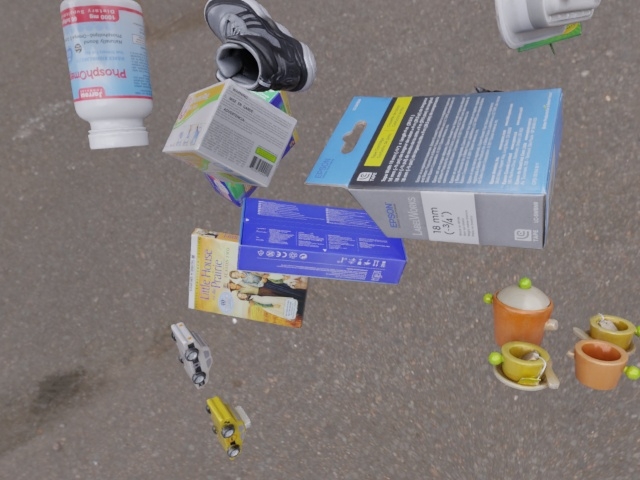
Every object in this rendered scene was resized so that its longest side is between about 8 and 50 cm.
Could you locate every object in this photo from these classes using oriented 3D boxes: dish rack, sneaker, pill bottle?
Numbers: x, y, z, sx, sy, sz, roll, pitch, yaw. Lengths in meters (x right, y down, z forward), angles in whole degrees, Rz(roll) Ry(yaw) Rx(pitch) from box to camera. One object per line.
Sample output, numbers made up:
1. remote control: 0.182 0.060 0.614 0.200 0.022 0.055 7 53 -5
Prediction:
1. dish rack: 0.279 -0.382 0.620 0.072 0.286 0.333 4 22 35
2. sneaker: -0.142 -0.347 0.948 0.268 0.101 0.153 41 39 18
3. pill bottle: -0.240 -0.187 0.620 0.087 0.087 0.160 -1 101 18

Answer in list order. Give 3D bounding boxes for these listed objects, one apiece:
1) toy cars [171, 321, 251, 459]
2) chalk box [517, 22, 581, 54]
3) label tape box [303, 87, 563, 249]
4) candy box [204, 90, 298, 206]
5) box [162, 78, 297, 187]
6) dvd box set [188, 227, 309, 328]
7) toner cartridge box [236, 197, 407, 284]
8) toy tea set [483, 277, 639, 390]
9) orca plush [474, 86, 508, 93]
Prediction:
1. toy cars: -0.274 0.381 1.404 0.087 0.176 0.394 -26 93 -25
2. chalk box: 0.642 -0.681 1.575 0.179 0.289 0.180 -10 42 19
3. label tape box: 0.178 -0.118 0.827 0.333 0.106 0.241 5 47 26
4. candy box: -0.223 -0.303 1.683 0.122 0.268 0.317 32 74 21
5. box: -0.140 -0.151 0.793 0.203 0.114 0.103 16 81 61
6. dvd box set: -0.249 0.136 1.909 0.420 0.308 0.062 11 26 2
7. toner cartridge box: 0.000 0.000 1.172 0.347 0.075 0.165 6 39 -8
8. toy tea set: 0.426 0.139 0.855 0.335 0.124 0.200 1 20 4
9. orca plush: 0.378 -0.249 1.126 0.102 0.151 0.287 -36 14 45
